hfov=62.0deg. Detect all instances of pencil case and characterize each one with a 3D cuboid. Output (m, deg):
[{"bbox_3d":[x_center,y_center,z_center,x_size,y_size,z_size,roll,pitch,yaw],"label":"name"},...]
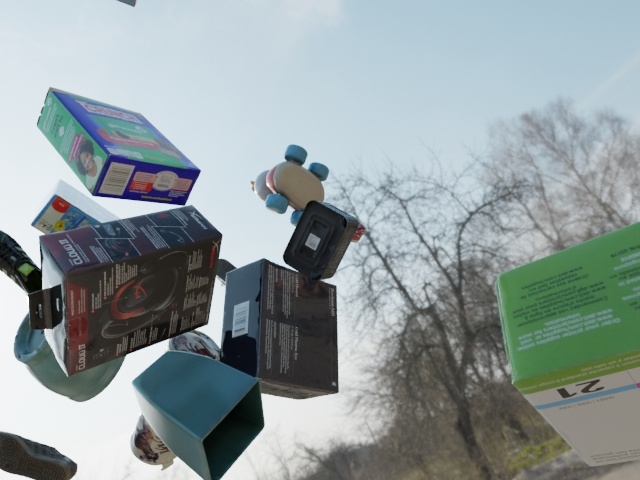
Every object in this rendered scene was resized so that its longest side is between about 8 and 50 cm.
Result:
[{"bbox_3d":[-0.439,0.483,1.614,0.160,0.184,0.410,10,-71,-47],"label":"pencil case"}]

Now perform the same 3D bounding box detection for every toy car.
[{"bbox_3d":[-0.127,-0.169,1.755,0.238,0.219,0.210,0,-25,47],"label":"toy car"}]

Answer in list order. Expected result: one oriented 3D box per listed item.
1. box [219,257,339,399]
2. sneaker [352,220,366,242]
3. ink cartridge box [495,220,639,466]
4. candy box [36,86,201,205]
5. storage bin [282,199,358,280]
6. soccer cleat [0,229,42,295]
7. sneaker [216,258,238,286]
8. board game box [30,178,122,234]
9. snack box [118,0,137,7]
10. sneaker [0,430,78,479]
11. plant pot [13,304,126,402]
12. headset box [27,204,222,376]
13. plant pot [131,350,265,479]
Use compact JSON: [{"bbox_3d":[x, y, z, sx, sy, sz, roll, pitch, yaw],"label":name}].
[{"bbox_3d":[-0.114,0.270,1.562,0.179,0.343,0.313,-23,-34,39],"label":"box"},{"bbox_3d":[0.083,-0.026,1.557,0.119,0.042,0.067,-1,-37,-40],"label":"sneaker"},{"bbox_3d":[0.271,0.098,0.369,0.189,0.097,0.255,-27,-57,30],"label":"ink cartridge box"},{"bbox_3d":[-0.500,-0.228,1.325,0.268,0.317,0.122,3,-57,-56],"label":"candy box"},{"bbox_3d":[0.000,0.000,1.347,0.180,0.122,0.084,-64,-22,10],"label":"storage bin"},{"bbox_3d":[-0.531,0.040,0.931,0.072,0.178,0.060,-10,34,49],"label":"soccer cleat"},{"bbox_3d":[-0.264,0.156,1.770,0.083,0.222,0.118,-42,-19,-16],"label":"sneaker"},{"bbox_3d":[-0.538,-0.014,1.315,0.302,0.308,0.086,39,-95,-26],"label":"board game box"},{"bbox_3d":[-0.326,-0.461,0.770,0.175,0.207,0.070,15,-30,-16],"label":"snack box"},{"bbox_3d":[-0.590,0.446,1.091,0.066,0.189,0.071,-63,-4,-8],"label":"sneaker"},{"bbox_3d":[-0.693,0.271,1.450,0.293,0.293,0.196,-33,-41,15],"label":"plant pot"},{"bbox_3d":[-0.327,0.080,0.892,0.293,0.110,0.218,-18,-45,-40],"label":"headset box"},{"bbox_3d":[-0.262,0.339,1.094,0.165,0.234,0.165,-43,-35,-42],"label":"plant pot"}]
